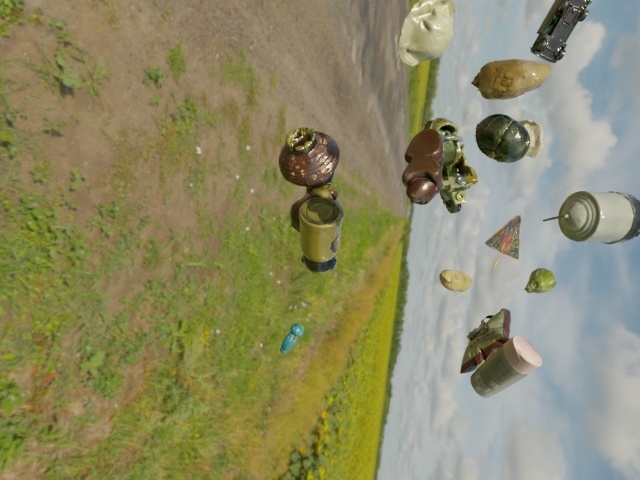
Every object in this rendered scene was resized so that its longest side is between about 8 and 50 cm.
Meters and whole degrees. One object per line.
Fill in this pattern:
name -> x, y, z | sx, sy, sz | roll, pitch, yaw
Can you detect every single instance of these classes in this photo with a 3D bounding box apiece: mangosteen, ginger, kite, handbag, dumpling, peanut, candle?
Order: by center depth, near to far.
kite -> 0.547, 0.009, 1.390 | 0.241, 0.014, 0.183 | 24, 94, -46
dumpling -> 0.345, -0.692, 1.561 | 0.258, 0.147, 0.193 | -50, 141, 4
handbag -> 0.578, 0.352, 1.669 | 0.213, 0.127, 0.235 | -53, 174, 27
ginger -> 0.669, -0.569, 1.693 | 0.152, 0.267, 0.137 | -31, 121, -65
peanut -> 0.497, 0.148, 1.763 | 0.187, 0.082, 0.082 | 10, 87, -52
candle -> 1.122, -0.094, 1.951 | 0.221, 0.343, 0.221 | 180, -90, -70
dumpling -> 0.874, -0.459, 2.091 | 0.124, 0.229, 0.151 | -15, 128, -36
mangosteen -> -0.006, -0.146, 2.264 | 0.288, 0.233, 0.287 | -38, 160, -16

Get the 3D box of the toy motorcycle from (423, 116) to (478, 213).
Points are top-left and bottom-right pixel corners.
toy motorcycle -> 0.505, -0.319, 1.929 | 0.237, 0.169, 0.409 | 88, -11, -78

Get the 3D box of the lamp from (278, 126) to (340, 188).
lamp -> -0.046, -0.315, 1.817 | 0.247, 0.247, 0.246 | 7, 90, -80

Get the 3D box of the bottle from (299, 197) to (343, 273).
bottle -> 0.000, 0.000, 1.974 | 0.351, 0.172, 0.171 | 91, 12, -49

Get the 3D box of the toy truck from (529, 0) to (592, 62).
toy truck -> 0.542, -0.485, 1.089 | 0.079, 0.065, 0.147 | -81, -165, -67

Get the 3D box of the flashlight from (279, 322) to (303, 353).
flashlight -> -0.111, 0.363, 1.776 | 0.129, 0.051, 0.051 | -54, 175, 11

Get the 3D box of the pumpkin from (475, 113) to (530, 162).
pumpkin -> 0.625, -0.349, 1.647 | 0.146, 0.190, 0.190 | -40, 176, 10

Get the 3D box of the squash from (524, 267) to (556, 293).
squash -> 0.858, 0.175, 1.885 | 0.132, 0.105, 0.105 | -20, 121, -49

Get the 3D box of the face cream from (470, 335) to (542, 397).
face cream -> 0.563, 0.398, 1.476 | 0.073, 0.107, 0.269 | -24, 152, -33

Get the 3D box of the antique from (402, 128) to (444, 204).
antique -> 0.328, -0.218, 1.511 | 0.143, 0.121, 0.256 | 70, 27, -45
